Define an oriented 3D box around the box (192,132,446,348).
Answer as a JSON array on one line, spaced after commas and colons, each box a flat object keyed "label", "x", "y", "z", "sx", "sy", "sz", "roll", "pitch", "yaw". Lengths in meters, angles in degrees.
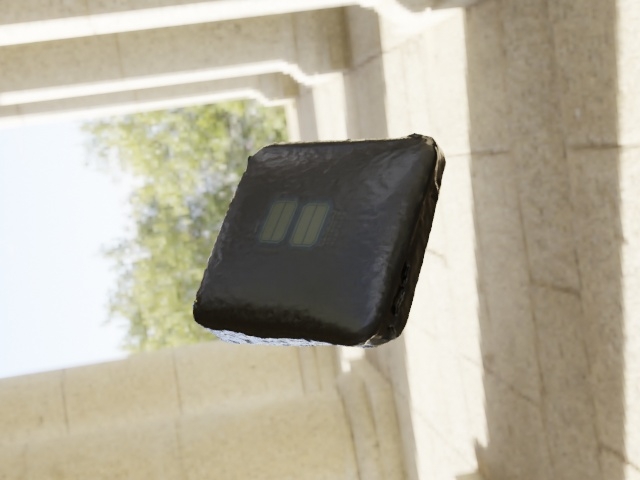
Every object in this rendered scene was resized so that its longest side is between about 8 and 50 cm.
[{"label": "box", "x": 0.000, "y": 0.000, "z": 1.615, "sx": 0.091, "sy": 0.350, "sz": 0.359, "roll": 46, "pitch": -127, "yaw": -47}]
